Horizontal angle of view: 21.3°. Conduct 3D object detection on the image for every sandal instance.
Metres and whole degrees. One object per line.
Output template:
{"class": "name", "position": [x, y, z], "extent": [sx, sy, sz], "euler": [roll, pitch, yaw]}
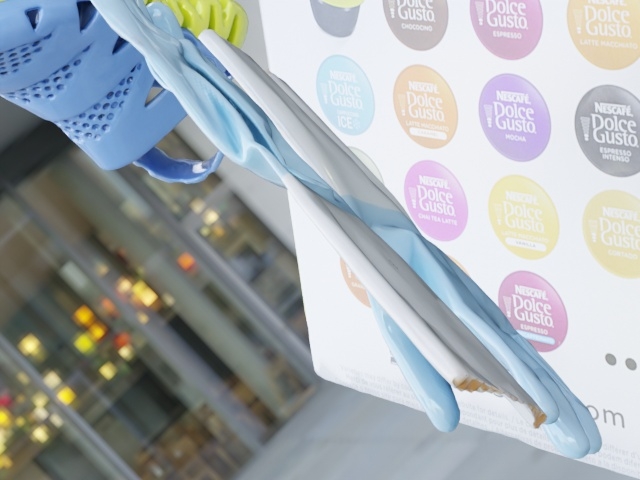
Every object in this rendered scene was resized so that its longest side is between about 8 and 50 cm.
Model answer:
{"class": "sandal", "position": [-0.150, -0.115, 1.203], "extent": [0.126, 0.138, 0.317], "euler": [-11, -7, 34]}

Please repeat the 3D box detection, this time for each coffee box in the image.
{"class": "coffee box", "position": [0.203, -0.089, 1.068], "extent": [0.337, 0.334, 0.338], "euler": [12, 28, 43]}

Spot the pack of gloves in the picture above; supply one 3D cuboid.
{"class": "pack of gloves", "position": [0.000, 0.000, 0.619], "extent": [0.046, 0.232, 0.195], "euler": [-47, -28, 9]}
